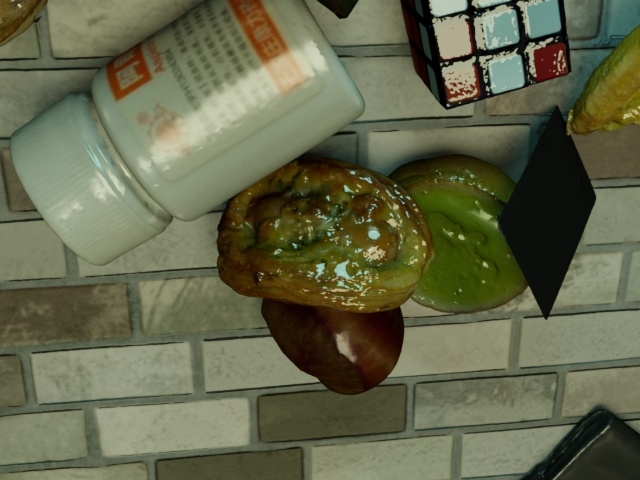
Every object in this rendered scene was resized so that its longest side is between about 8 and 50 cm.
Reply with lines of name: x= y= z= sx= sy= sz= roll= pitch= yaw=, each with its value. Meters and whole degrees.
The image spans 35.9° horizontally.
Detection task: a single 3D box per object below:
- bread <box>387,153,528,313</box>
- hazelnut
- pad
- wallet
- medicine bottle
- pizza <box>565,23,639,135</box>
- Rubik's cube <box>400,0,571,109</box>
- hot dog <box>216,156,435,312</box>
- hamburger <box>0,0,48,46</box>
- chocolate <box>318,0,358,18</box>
bread: x=0.172 y=-0.006 z=1.295 sx=0.236 sy=0.070 sz=0.236 roll=10 pitch=128 yaw=14
hazelnut: x=0.022 y=0.103 z=1.321 sx=0.204 sy=0.178 sz=0.178 roll=40 pitch=107 yaw=11
pad: x=0.294 y=-0.040 z=1.263 sx=0.009 sy=0.265 sz=0.159 roll=-9 pitch=122 yaw=38
wallet: x=0.522 y=0.450 z=1.611 sx=0.406 sy=0.062 sz=0.228 roll=35 pitch=106 yaw=-20
medicine bottle: x=-0.153 y=-0.143 z=1.152 sx=0.371 sy=0.211 sz=0.211 roll=-31 pitch=115 yaw=6
pizza: x=0.483 y=-0.206 z=1.229 sx=0.288 sy=0.075 sz=0.280 roll=-1 pitch=153 yaw=-14
Rubik's cube: x=0.188 y=-0.269 z=1.168 sx=0.162 sy=0.160 sz=0.163 roll=-14 pitch=116 yaw=-1
hot dog: x=0.000 y=0.000 z=1.222 sx=0.272 sy=0.196 sz=0.122 roll=10 pitch=154 yaw=25
hamburger: x=-0.404 y=-0.304 z=1.038 sx=0.245 sy=0.211 sz=0.260 roll=35 pitch=100 yaw=-14
chocolate: x=-0.004 y=-0.437 z=0.971 sx=0.314 sy=0.326 sz=0.297 roll=40 pitch=109 yaw=-12
